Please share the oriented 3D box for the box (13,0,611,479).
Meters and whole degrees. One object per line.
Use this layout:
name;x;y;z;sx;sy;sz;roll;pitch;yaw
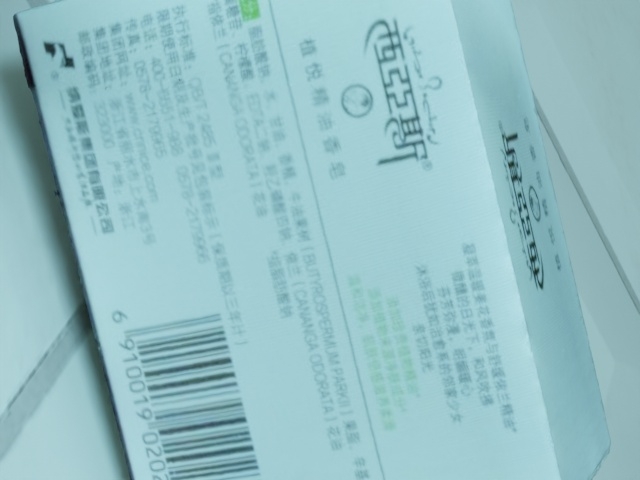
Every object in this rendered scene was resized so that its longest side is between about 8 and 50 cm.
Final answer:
box;0.000;0.000;0.754;0.111;0.195;0.260;-20;98;-68
